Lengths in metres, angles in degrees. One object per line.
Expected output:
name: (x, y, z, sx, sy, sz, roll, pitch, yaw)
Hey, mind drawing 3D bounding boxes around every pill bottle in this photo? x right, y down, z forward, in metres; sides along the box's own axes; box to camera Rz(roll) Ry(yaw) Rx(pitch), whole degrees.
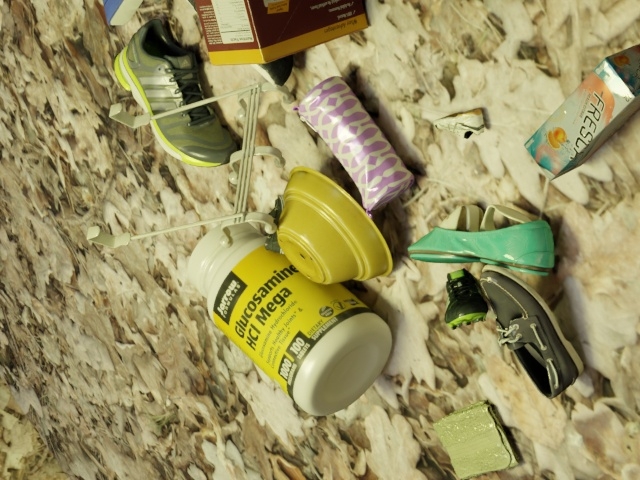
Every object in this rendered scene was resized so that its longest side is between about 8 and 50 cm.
pill bottle: (-0.060, 0.113, 1.995, 0.334, 0.188, 0.187, 39, 139, 32)

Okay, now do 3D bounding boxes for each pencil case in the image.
pencil case: (0.047, -0.139, 1.776, 0.206, 0.088, 0.086, 55, -176, 13)

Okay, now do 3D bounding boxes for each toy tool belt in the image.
toy tool belt: (0.022, -0.068, 1.904, 0.083, 0.052, 0.051, 29, 162, 44)

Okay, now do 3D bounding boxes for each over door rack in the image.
over door rack: (-0.194, -0.111, 1.950, 0.324, 0.108, 0.239, -5, 67, 28)

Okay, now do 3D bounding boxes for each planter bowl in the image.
planter bowl: (0.000, 0.000, 1.867, 0.217, 0.090, 0.217, 40, 160, 18)

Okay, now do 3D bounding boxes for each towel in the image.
towel: (0.231, 0.303, 1.871, 0.148, 0.027, 0.110, -33, 83, 56)

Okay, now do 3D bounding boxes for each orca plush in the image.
orca plush: (-0.122, -0.358, 1.902, 0.151, 0.102, 0.287, 34, -169, -51)

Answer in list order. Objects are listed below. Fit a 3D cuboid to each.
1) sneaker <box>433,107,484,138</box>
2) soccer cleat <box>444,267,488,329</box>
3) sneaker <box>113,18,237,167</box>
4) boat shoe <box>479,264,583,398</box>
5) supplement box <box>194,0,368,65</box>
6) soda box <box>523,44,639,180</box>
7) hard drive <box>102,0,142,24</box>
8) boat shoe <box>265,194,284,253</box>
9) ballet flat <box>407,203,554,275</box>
sneaker: (0.182, -0.150, 1.641, 0.083, 0.032, 0.036, -3, 108, 55)
soccer cleat: (0.192, 0.077, 1.683, 0.179, 0.060, 0.072, -25, -81, -84)
sneaker: (-0.240, -0.246, 2.086, 0.300, 0.111, 0.121, 49, 139, 17)
boat shoe: (0.266, 0.121, 1.616, 0.206, 0.065, 0.075, 51, 157, -19)
supplement box: (-0.063, -0.357, 1.695, 0.129, 0.191, 0.194, 8, 117, 51)
soda box: (0.315, -0.145, 1.438, 0.058, 0.063, 0.183, 56, 145, 14)
hard drive: (-0.326, -0.536, 1.987, 0.210, 0.040, 0.318, -37, 63, 56)
boat shoe: (-0.069, -0.029, 1.985, 0.142, 0.040, 0.049, -95, 10, -56)
ballet flat: (0.217, -0.006, 1.661, 0.247, 0.083, 0.087, 6, 87, 51)
